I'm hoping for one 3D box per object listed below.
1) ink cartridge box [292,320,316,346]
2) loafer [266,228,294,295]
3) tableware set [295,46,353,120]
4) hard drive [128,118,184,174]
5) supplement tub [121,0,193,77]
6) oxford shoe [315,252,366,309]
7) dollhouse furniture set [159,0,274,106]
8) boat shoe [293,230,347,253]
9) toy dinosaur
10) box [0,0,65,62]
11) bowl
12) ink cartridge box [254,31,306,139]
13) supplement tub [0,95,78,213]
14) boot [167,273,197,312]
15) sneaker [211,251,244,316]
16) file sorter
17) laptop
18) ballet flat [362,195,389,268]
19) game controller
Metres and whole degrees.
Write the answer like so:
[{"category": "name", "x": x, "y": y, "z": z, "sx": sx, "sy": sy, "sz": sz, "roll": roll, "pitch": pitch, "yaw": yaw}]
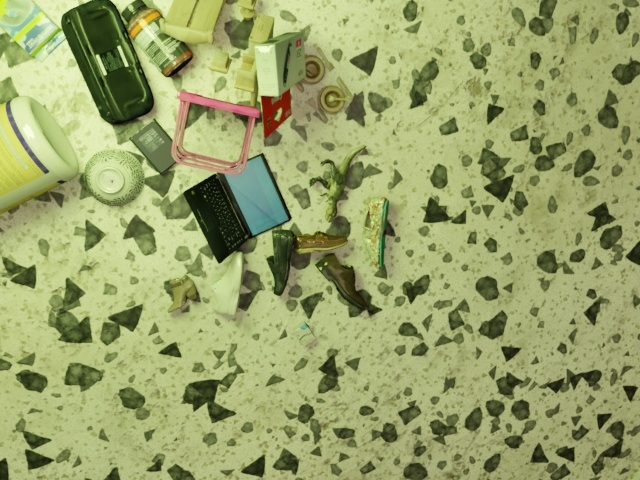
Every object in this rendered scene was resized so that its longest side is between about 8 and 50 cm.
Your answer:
[{"category": "ink cartridge box", "x": -0.050, "y": 0.318, "z": 1.755, "sx": 0.048, "sy": 0.028, "sz": 0.083, "roll": -34, "pitch": 107, "yaw": -2}, {"category": "loafer", "x": -0.133, "y": 0.069, "z": 1.656, "sx": 0.078, "sy": 0.076, "sz": 0.223, "roll": 8, "pitch": 110, "yaw": -2}, {"category": "tableware set", "x": 0.006, "y": -0.471, "z": 1.582, "sx": 0.128, "sy": 0.039, "sz": 0.194, "roll": -39, "pitch": 107, "yaw": -1}, {"category": "hard drive", "x": -0.477, "y": -0.274, "z": 1.535, "sx": 0.094, "sy": 0.022, "sz": 0.135, "roll": -39, "pitch": 107, "yaw": -1}, {"category": "supplement tub", "x": -0.449, "y": -0.555, "z": 1.435, "sx": 0.106, "sy": 0.106, "sz": 0.197, "roll": -39, "pitch": 107, "yaw": -1}, {"category": "oxford shoe", "x": 0.089, "y": 0.135, "z": 1.716, "sx": 0.096, "sy": 0.083, "sz": 0.227, "roll": -41, "pitch": 108, "yaw": -5}, {"category": "dollhouse furniture set", "x": -0.319, "y": -0.539, "z": 1.433, "sx": 0.356, "sy": 0.173, "sz": 0.303, "roll": 13, "pitch": 63, "yaw": -3}, {"category": "boat shoe", "x": 0.000, "y": 0.000, "z": 1.675, "sx": 0.178, "sy": 0.064, "sz": 0.060, "roll": -8, "pitch": 106, "yaw": -7}, {"category": "toy dinosaur", "x": 0.040, "y": -0.195, "z": 1.644, "sx": 0.118, "sy": 0.064, "sz": 0.268, "roll": 20, "pitch": 96, "yaw": -22}, {"category": "box", "x": -0.784, "y": -0.580, "z": 1.393, "sx": 0.109, "sy": 0.042, "sz": 0.178, "roll": -43, "pitch": 106, "yaw": 1}, {"category": "bowl", "x": -0.596, "y": -0.177, "z": 1.503, "sx": 0.170, "sy": 0.080, "sz": 0.169, "roll": -3, "pitch": 103, "yaw": -12}, {"category": "ink cartridge box", "x": -0.099, "y": -0.427, "z": 1.428, "sx": 0.060, "sy": 0.275, "sz": 0.238, "roll": 3, "pitch": 118, "yaw": 13}, {"category": "supplement tub", "x": -0.843, "y": -0.201, "z": 1.363, "sx": 0.332, "sy": 0.241, "sz": 0.240, "roll": -27, "pitch": 106, "yaw": -5}, {"category": "boot", "x": -0.444, "y": 0.163, "z": 1.636, "sx": 0.119, "sy": 0.042, "sz": 0.086, "roll": -31, "pitch": 100, "yaw": -5}, {"category": "sneaker", "x": -0.294, "y": 0.134, "z": 1.643, "sx": 0.094, "sy": 0.080, "sz": 0.212, "roll": 11, "pitch": 101, "yaw": -2}, {"category": "file sorter", "x": -0.289, "y": -0.293, "z": 1.432, "sx": 0.202, "sy": 0.290, "sz": 0.182, "roll": 11, "pitch": 103, "yaw": -12}, {"category": "laptop", "x": -0.238, "y": -0.100, "z": 1.564, "sx": 0.137, "sy": 0.264, "sz": 0.234, "roll": -14, "pitch": 108, "yaw": 30}, {"category": "ballet flat", "x": 0.177, "y": -0.028, "z": 1.708, "sx": 0.077, "sy": 0.091, "sz": 0.240, "roll": 6, "pitch": 98, "yaw": 18}, {"category": "game controller", "x": -0.579, "y": -0.485, "z": 1.434, "sx": 0.167, "sy": 0.067, "sz": 0.318, "roll": -18, "pitch": 106, "yaw": 5}]
